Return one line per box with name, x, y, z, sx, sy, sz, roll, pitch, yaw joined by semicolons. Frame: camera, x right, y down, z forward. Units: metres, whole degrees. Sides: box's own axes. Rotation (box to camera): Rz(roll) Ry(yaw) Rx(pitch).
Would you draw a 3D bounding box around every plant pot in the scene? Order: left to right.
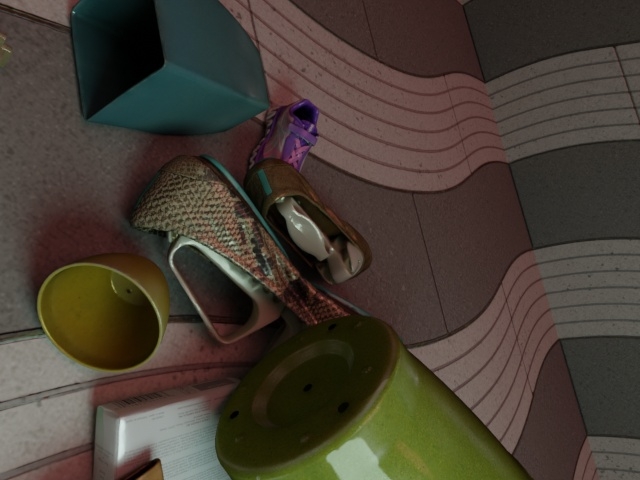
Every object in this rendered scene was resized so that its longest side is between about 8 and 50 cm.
plant pot;-0.228;0.066;0.521;0.134;0.134;0.095;57;16;-17
plant pot;-0.193;-0.250;0.658;0.234;0.166;0.165;2;74;-58
plant pot;0.064;0.296;0.563;0.352;0.367;0.366;59;40;-16

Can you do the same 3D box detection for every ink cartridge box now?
ink cartridge box;-0.176;0.295;0.552;0.181;0.056;0.224;4;91;-49

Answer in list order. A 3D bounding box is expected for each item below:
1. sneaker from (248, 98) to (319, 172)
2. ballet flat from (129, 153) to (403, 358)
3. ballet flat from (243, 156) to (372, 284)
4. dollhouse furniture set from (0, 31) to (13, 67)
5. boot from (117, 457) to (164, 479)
sneaker;-0.055;-0.169;0.828;0.095;0.105;0.236;35;52;-39
ballet flat;-0.076;0.091;0.682;0.483;0.164;0.182;45;67;-21
ballet flat;0.000;0.000;0.776;0.342;0.116;0.124;49;12;-42
dollhouse furniture set;-0.363;-0.263;0.434;0.161;0.182;0.101;24;57;-42
boot;-0.159;0.373;0.490;0.264;0.096;0.280;-13;89;-39
